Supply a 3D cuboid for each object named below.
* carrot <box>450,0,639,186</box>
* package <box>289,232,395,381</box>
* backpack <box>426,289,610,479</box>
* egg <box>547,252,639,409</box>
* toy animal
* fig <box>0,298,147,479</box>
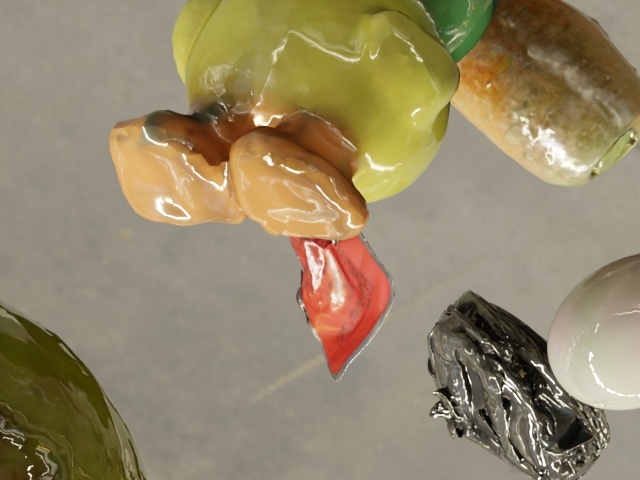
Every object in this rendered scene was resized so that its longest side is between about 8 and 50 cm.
[{"bbox_3d":[0.140,-0.166,1.304,0.302,0.138,0.139,36,144,22],"label":"carrot"},{"bbox_3d":[0.000,0.000,1.706,0.071,0.269,0.194,-6,147,-16],"label":"package"},{"bbox_3d":[0.191,0.149,1.579,0.206,0.133,0.258,34,162,35],"label":"backpack"},{"bbox_3d":[0.226,0.064,1.103,0.135,0.103,0.103,-33,130,7],"label":"egg"},{"bbox_3d":[0.014,-0.132,1.132,0.216,0.338,0.191,8,144,30],"label":"toy animal"},{"bbox_3d":[-0.212,0.118,0.744,0.239,0.271,0.239,-17,135,-17],"label":"fig"}]
